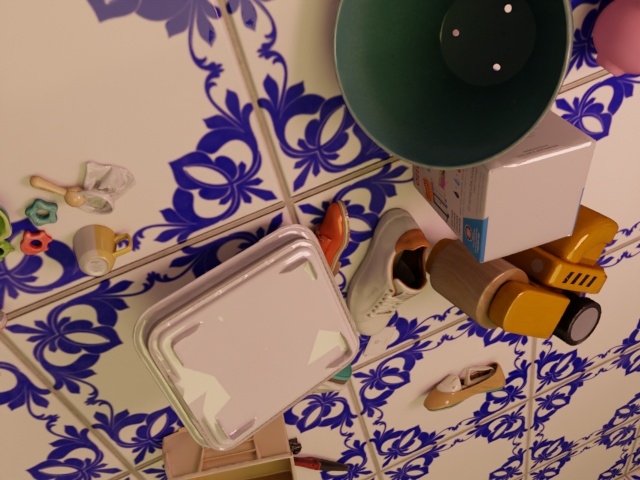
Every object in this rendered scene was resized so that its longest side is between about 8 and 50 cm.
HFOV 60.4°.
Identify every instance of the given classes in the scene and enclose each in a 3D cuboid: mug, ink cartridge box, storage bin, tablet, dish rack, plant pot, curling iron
[{"bbox_3d":[-0.322,0.014,0.802,0.078,0.064,0.062,-43,130,10],"label":"mug"},{"bbox_3d":[0.266,-0.117,0.861,0.168,0.232,0.171,-17,130,-10],"label":"ink cartridge box"},{"bbox_3d":[-0.182,0.508,1.186,0.261,0.123,0.262,-10,129,-6],"label":"storage bin"},{"bbox_3d":[0.130,0.221,1.207,0.054,0.006,0.083,2,123,-26],"label":"tablet"},{"bbox_3d":[-0.091,0.163,0.875,0.333,0.072,0.285,-32,115,-19],"label":"dish rack"},{"bbox_3d":[0.189,-0.260,0.721,0.195,0.290,0.290,-36,146,-49],"label":"plant pot"},{"bbox_3d":[-0.012,0.550,1.374,0.068,0.035,0.274,-44,130,11],"label":"curling iron"}]

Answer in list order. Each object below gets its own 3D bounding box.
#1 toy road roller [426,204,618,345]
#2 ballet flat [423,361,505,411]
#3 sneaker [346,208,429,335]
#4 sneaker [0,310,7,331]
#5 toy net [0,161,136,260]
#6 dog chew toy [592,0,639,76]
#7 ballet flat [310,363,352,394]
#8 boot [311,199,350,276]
[{"bbox_3d":[0.383,0.032,1.001,0.330,0.202,0.240,11,108,-34],"label":"toy road roller"},{"bbox_3d":[0.359,0.362,1.391,0.232,0.080,0.073,-13,101,-19],"label":"ballet flat"},{"bbox_3d":[0.127,0.093,1.033,0.106,0.123,0.290,-6,128,-23],"label":"sneaker"},{"bbox_3d":[-0.519,0.155,0.830,0.134,0.051,0.070,-26,133,0],"label":"sneaker"},{"bbox_3d":[-0.367,-0.034,0.758,0.232,0.045,0.122,-17,130,-12],"label":"toy net"},{"bbox_3d":[0.546,-0.393,0.809,0.207,0.206,0.331,14,125,-32],"label":"dog chew toy"},{"bbox_3d":[-0.101,0.211,1.026,0.139,0.139,0.400,-45,131,12],"label":"ballet flat"},{"bbox_3d":[0.000,0.000,0.947,0.085,0.059,0.157,1,125,-20],"label":"boot"}]
